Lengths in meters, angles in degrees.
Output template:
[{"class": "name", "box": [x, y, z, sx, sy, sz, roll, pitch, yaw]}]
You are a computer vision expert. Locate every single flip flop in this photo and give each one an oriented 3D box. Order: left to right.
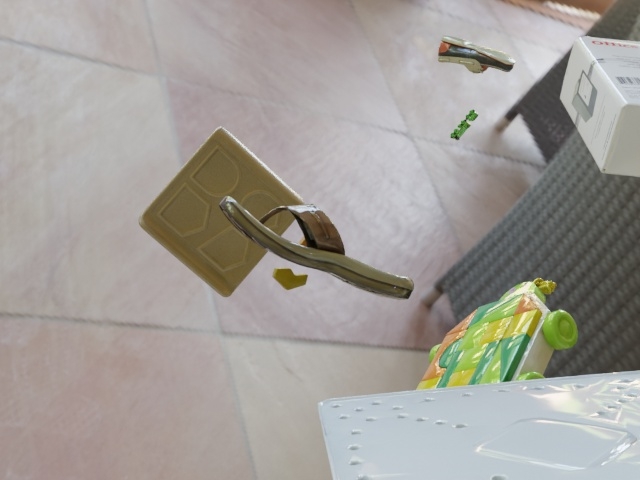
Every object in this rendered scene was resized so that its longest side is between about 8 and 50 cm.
[{"class": "flip flop", "box": [0.000, 0.000, 1.179, 0.277, 0.080, 0.112, 22, -2, -9]}]

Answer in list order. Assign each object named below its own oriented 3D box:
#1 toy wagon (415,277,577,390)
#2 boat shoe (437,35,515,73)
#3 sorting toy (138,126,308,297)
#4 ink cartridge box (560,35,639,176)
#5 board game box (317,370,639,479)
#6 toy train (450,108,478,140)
[{"class": "toy wagon", "box": [0.257, 0.169, 1.373, 0.068, 0.267, 0.344, 46, 53, -14]}, {"class": "boat shoe", "box": [0.241, -0.282, 1.423, 0.137, 0.043, 0.049, 27, 25, 34]}, {"class": "sorting toy", "box": [-0.137, -0.019, 1.612, 0.307, 0.041, 0.229, 42, 79, -16]}, {"class": "ink cartridge box", "box": [0.499, -0.202, 1.386, 0.198, 0.115, 0.273, 5, 32, -3]}, {"class": "board game box", "box": [0.203, 0.195, 0.786, 0.390, 0.050, 0.390, -5, 6, -3]}, {"class": "toy train", "box": [0.328, -0.262, 2.083, 0.023, 0.083, 0.017, 42, 19, 10]}]
